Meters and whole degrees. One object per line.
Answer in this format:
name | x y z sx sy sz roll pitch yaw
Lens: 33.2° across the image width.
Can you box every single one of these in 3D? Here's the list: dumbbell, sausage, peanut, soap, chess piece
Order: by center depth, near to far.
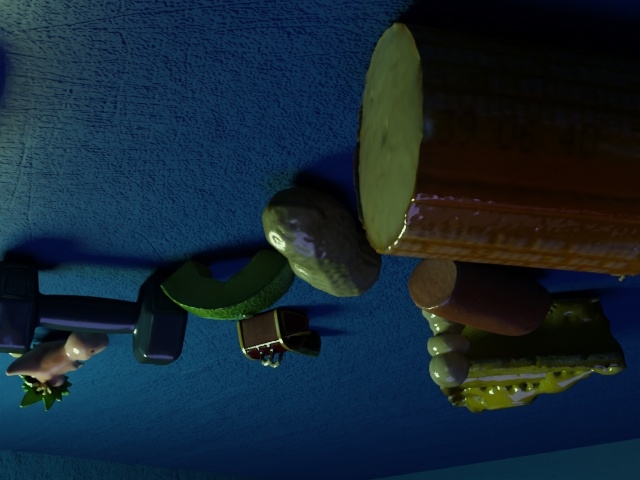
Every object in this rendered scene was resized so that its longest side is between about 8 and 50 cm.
sausage | 0.193 -0.087 1.069 0.287 0.233 0.233 5 159 -16
peanut | 0.000 0.000 1.483 0.125 0.111 0.274 8 161 25
sausage | 0.268 0.090 1.721 0.259 0.114 0.113 16 154 -36
dumbbell | -0.379 0.119 1.733 0.316 0.144 0.156 6 166 -17
chess piece | 0.217 0.165 1.832 0.094 0.170 0.094 1 159 1
soap | 0.393 0.221 1.992 0.338 0.169 0.304 -4 159 15

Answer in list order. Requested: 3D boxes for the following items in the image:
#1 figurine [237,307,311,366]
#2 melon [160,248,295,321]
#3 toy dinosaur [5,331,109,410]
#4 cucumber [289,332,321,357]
figurine | -0.082 0.185 1.989 0.082 0.098 0.154 22 153 -39
melon | -0.144 0.071 1.671 0.209 0.118 0.064 4 149 25
toy dinosaur | -0.520 0.244 2.094 0.194 0.152 0.177 1 153 -23
cucumber | -0.046 0.199 2.096 0.105 0.048 0.048 16 154 -36
